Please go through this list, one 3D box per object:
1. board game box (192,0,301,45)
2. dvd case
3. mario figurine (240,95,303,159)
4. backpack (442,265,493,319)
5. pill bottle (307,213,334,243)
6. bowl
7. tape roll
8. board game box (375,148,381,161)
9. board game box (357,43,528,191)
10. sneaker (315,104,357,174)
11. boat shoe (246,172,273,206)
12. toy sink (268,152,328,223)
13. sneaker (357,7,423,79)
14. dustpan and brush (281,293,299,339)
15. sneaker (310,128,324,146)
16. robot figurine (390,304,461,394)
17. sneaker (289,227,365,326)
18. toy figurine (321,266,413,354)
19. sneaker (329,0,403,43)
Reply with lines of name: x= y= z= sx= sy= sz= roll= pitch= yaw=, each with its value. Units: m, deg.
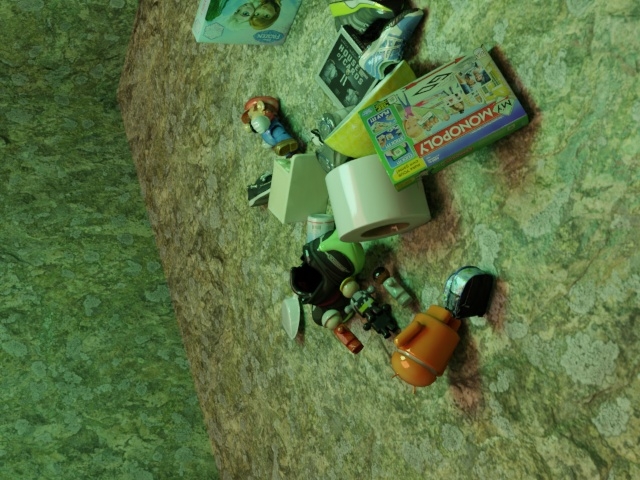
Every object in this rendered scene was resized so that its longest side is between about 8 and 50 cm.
board game box: x=-0.216 y=-0.765 z=2.236 sx=0.318 sy=0.318 sz=0.066 roll=-57 pitch=48 yaw=49
dvd case: x=0.080 y=-0.464 z=1.980 sx=0.179 sy=0.029 sz=0.239 roll=53 pitch=151 yaw=8
mario figurine: x=-0.190 y=-0.365 z=2.416 sx=0.321 sy=0.170 sz=0.198 roll=55 pitch=141 yaw=37
backpack: x=0.343 y=0.116 z=1.647 sx=0.084 sy=0.104 sz=0.114 roll=40 pitch=124 yaw=49
pill bottle: x=0.000 y=0.000 z=2.233 sx=0.087 sy=0.087 sz=0.160 roll=22 pitch=113 yaw=57
bowl: x=0.163 y=-0.301 z=1.788 sx=0.156 sy=0.289 sz=0.289 roll=44 pitch=147 yaw=-7
tape roll: x=0.147 y=-0.106 z=1.805 sx=0.246 sy=0.246 sz=0.169 roll=-30 pitch=69 yaw=58
board game box: x=0.232 y=-0.237 z=1.694 sx=0.092 sy=0.181 sz=0.043 roll=-54 pitch=50 yaw=49
board game box: x=0.266 y=-0.272 z=1.560 sx=0.214 sy=0.317 sz=0.046 roll=67 pitch=-169 yaw=26
sneaker: x=0.064 y=-0.278 z=2.056 sx=0.111 sy=0.129 sz=0.297 roll=55 pitch=161 yaw=19
boat shoe: x=-0.194 y=-0.193 z=2.507 sx=0.302 sy=0.114 sz=0.091 roll=-22 pitch=82 yaw=58
toy sink: x=-0.064 y=-0.190 z=2.245 sx=0.131 sy=0.152 sz=0.234 roll=45 pitch=134 yaw=48
sneaker: x=0.192 y=-0.504 z=1.802 sx=0.211 sy=0.080 sz=0.081 roll=-44 pitch=76 yaw=30
dustpan and brush: x=-0.097 y=0.226 z=2.485 sx=0.147 sy=0.060 sz=0.211 roll=-130 pitch=36 yaw=-62
sneaker: x=0.004 y=-0.314 z=2.225 sx=0.109 sy=0.040 sz=0.044 roll=-129 pitch=27 yaw=-48
robot figurine: x=0.258 y=0.267 z=1.742 sx=0.128 sy=0.219 sz=0.158 roll=29 pitch=170 yaw=20
sneaker: x=0.001 y=0.114 z=2.082 sx=0.483 sy=0.202 sz=0.185 roll=95 pitch=157 yaw=-56
toy figurine: x=0.126 y=0.182 z=1.925 sx=0.148 sy=0.213 sz=0.210 roll=46 pitch=136 yaw=27
sneaker: x=0.131 y=-0.598 z=1.903 sx=0.300 sy=0.111 sz=0.121 roll=26 pitch=129 yaw=61
